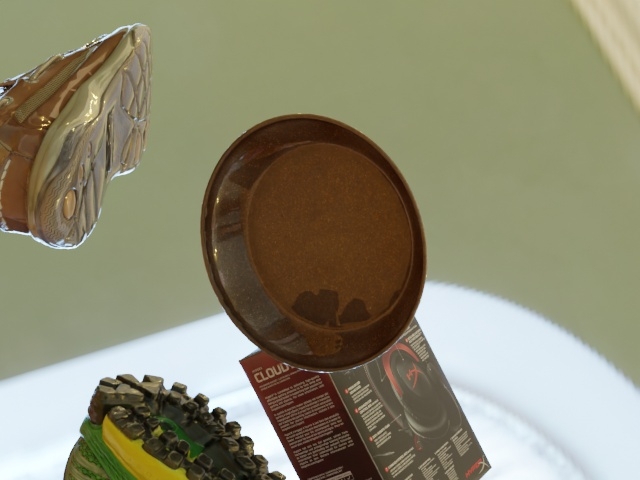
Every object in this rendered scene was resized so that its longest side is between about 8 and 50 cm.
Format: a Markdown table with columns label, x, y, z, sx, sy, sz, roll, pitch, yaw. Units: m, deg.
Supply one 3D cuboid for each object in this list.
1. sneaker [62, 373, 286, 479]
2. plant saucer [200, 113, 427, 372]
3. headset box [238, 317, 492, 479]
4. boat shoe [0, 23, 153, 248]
| label | x | y | z | sx | sy | sz | roll | pitch | yaw |
| --- | --- | --- | --- | --- | --- | --- | --- | --- | --- |
| sneaker | -0.049 | 0.245 | 1.300 | 0.343 | 0.134 | 0.146 | 37 | -66 | 24 |
| plant saucer | 0.000 | 0.000 | 1.361 | 0.198 | 0.036 | 0.199 | 8 | -75 | 30 |
| headset box | 0.049 | 0.185 | 2.037 | 0.110 | 0.218 | 0.293 | -25 | -86 | 33 |
| boat shoe | -0.210 | -0.101 | 1.443 | 0.324 | 0.116 | 0.123 | -68 | 165 | -66 |
